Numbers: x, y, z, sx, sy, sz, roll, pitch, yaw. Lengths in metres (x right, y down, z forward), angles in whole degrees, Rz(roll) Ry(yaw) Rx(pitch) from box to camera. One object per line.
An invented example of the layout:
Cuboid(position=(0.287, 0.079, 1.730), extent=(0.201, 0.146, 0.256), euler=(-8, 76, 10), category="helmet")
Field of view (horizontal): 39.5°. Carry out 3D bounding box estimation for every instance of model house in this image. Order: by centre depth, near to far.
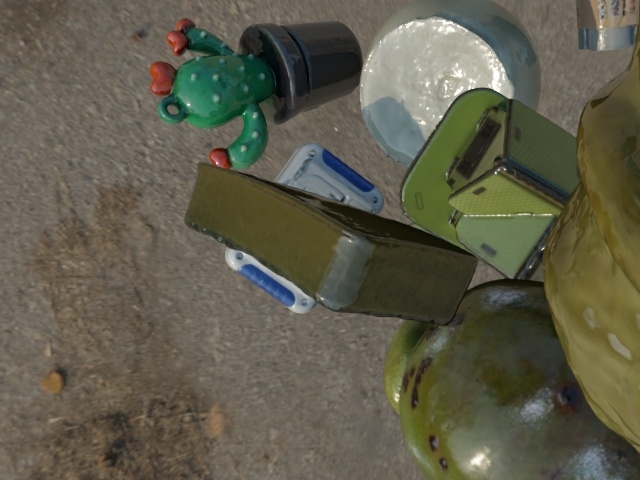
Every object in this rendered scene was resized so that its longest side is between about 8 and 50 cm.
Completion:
Cuboid(position=(0.242, -0.040, 1.059), extent=(0.218, 0.278, 0.205), euler=(28, 103, -14), category="model house")

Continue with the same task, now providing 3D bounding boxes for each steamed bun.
Cuboid(position=(0.230, -0.275, 1.572), extent=(0.324, 0.206, 0.324), euler=(11, 115, 24), category="steamed bun")

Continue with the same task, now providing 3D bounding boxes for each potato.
Cuboid(position=(0.195, 0.209, 1.531), extent=(0.143, 0.248, 0.169), euler=(-32, 99, 41), category="potato")

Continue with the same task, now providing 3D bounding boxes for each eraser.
Cuboid(position=(0.516, -0.475, 1.501), extent=(0.171, 0.087, 0.290), euler=(-8, 109, 0), category="eraser")

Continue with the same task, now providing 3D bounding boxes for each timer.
Cuboid(position=(-0.023, -0.021, 1.481), extent=(0.178, 0.078, 0.253), euler=(35, 83, -10), category="timer")

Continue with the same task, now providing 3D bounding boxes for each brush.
Cuboid(position=(0.000, 0.000, 0.619), extent=(0.197, 0.123, 0.059), euler=(24, 97, 49), category="brush")

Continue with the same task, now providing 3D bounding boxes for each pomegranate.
Cuboid(position=(0.184, 0.197, 0.880), extent=(0.291, 0.291, 0.323), euler=(45, 101, 9), category="pomegranate")

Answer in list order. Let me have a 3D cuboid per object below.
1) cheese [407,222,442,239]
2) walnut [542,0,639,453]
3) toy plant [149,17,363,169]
Cuboid(position=(0.158, -0.003, 1.322), extent=(0.127, 0.054, 0.251), euler=(8, 122, -27), category="cheese")
Cuboid(position=(0.240, -0.006, 0.374), extent=(0.253, 0.282, 0.277), euler=(-35, 52, -16), category="walnut")
Cuboid(position=(-0.115, -0.285, 1.621), extent=(0.400, 0.185, 0.279), euler=(-20, 105, -33), category="toy plant")
